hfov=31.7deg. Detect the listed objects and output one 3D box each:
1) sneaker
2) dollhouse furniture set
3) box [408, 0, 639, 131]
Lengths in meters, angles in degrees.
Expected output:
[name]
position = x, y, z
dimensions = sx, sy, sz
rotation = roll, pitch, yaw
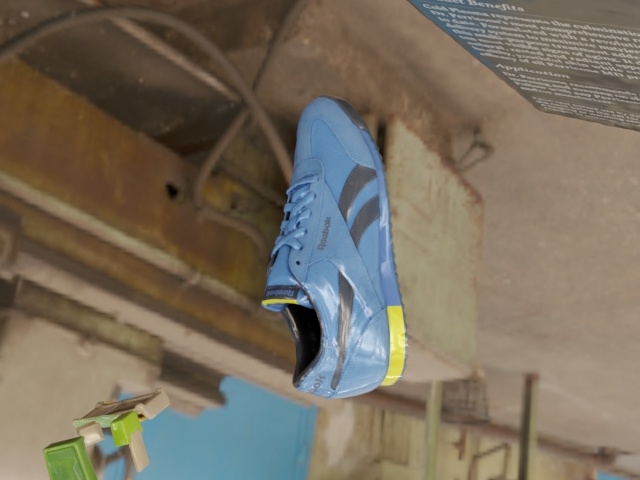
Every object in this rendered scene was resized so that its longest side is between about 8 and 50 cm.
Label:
[sneaker]
position = 0.000, 0.000, 0.748
dimensions = 0.082, 0.209, 0.069
rotation = -1, 165, -27
[dollhouse furniture set]
position = -0.184, 0.182, 0.989
dimensions = 0.076, 0.058, 0.152
rotation = -15, -175, 14
[box]
position = 0.281, -0.375, 0.916
dimensions = 0.297, 0.479, 0.472
rotation = 16, 176, 34
